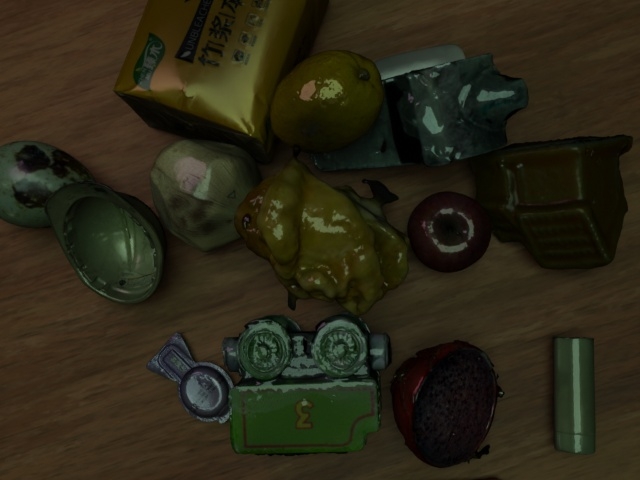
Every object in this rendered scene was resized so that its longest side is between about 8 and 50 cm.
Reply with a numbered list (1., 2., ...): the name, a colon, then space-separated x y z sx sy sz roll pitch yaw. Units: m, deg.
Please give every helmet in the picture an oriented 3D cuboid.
1. helmet: -0.379 -0.021 1.249 0.203 0.137 0.258 -11 116 19

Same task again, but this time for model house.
1. model house: 0.424 -0.066 1.210 0.267 0.173 0.239 -4 95 35

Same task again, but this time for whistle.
1. whistle: 0.162 -0.220 1.205 0.404 0.188 0.168 -13 102 7

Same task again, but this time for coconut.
1. coconut: -0.203 -0.087 1.226 0.224 0.224 0.225 -1 82 5

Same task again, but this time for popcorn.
1. popcorn: 0.000 0.000 1.160 0.315 0.297 0.281 22 102 -16

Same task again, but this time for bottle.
1. bottle: 0.457 0.275 1.187 0.072 0.072 0.202 2 82 5

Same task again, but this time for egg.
1. egg: -0.543 -0.105 1.274 0.231 0.169 0.169 10 83 4

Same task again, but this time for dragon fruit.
1. dragon fruit: 0.198 0.277 1.176 0.223 0.148 0.219 13 89 -37

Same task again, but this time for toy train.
1. toy train: -0.022 0.255 1.184 0.306 0.173 0.249 -3 88 4

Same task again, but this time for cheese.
1. cheese: -0.238 0.270 1.261 0.191 0.042 0.105 43 86 10

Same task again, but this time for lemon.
1. lemon: 0.009 -0.234 1.127 0.207 0.170 0.170 -25 79 35

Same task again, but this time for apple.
1. apple: 0.237 -0.016 1.223 0.153 0.120 0.154 -2 78 9

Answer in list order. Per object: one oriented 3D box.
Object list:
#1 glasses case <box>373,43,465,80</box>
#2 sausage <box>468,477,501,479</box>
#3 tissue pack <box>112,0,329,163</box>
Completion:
1. glasses case: 0.191 -0.337 1.304 0.193 0.049 0.074 -12 84 5
2. sausage: 0.217 0.456 1.202 0.253 0.034 0.034 -4 82 4
3. tissue pack: -0.174 -0.379 1.252 0.293 0.228 0.382 19 85 5
